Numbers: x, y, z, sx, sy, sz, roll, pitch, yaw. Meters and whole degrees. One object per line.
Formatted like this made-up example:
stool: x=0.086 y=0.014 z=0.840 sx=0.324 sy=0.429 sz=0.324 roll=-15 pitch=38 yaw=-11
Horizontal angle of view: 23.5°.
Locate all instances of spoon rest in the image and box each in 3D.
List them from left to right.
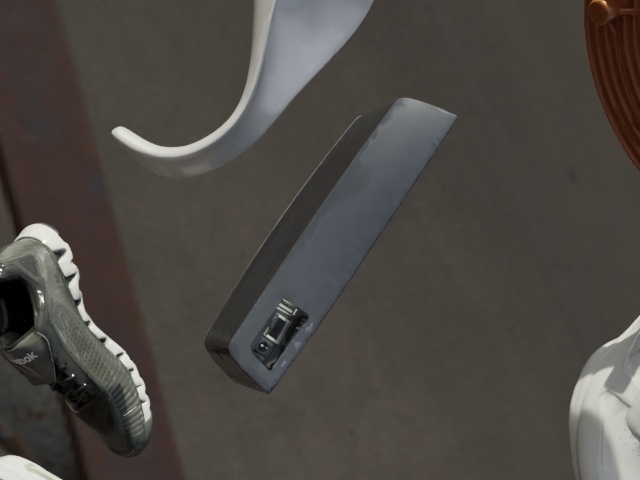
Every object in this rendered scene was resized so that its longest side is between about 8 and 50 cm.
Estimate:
spoon rest: x=-0.044 y=-0.154 z=1.268 sx=0.276 sy=0.084 sz=0.137 roll=-46 pitch=151 yaw=-2

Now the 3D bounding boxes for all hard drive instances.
hard drive: x=0.000 y=0.000 z=1.212 sx=0.054 sy=0.172 sz=0.254 roll=36 pitch=82 yaw=-9

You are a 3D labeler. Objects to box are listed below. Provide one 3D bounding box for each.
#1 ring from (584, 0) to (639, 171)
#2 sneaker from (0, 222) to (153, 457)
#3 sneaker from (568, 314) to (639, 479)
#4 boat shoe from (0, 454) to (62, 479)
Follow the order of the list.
ring: x=0.317 y=-0.132 z=1.087 sx=0.032 sy=0.336 sz=0.336 roll=-26 pitch=104 yaw=-36
sneaker: x=-0.239 y=0.104 z=1.396 sx=0.106 sy=0.078 sz=0.234 roll=-31 pitch=95 yaw=-55
sneaker: x=0.303 y=0.097 z=1.248 sx=0.114 sy=0.152 sz=0.305 roll=28 pitch=88 yaw=-14
boat shoe: x=-0.099 y=0.185 z=0.806 sx=0.226 sy=0.083 sz=0.076 roll=38 pitch=30 yaw=7
